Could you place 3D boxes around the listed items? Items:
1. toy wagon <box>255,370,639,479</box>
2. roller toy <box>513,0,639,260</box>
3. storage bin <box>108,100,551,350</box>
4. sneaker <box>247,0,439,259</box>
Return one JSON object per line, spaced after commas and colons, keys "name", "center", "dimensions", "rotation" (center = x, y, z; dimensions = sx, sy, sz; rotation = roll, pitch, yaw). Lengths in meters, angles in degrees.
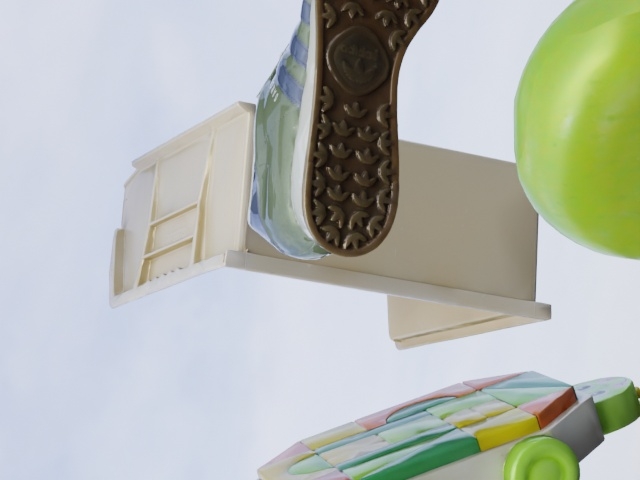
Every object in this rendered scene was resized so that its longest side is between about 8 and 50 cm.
{"name": "toy wagon", "center": [0.117, 0.165, 1.483], "dimensions": [0.267, 0.344, 0.068], "rotation": [-165, 56, -77]}
{"name": "roller toy", "center": [0.173, -0.028, 0.434], "dimensions": [0.191, 0.209, 0.146], "rotation": [38, -163, -37]}
{"name": "storage bin", "center": [0.000, 0.000, 1.439], "dimensions": [0.260, 0.262, 0.123], "rotation": [-21, 63, 63]}
{"name": "sneaker", "center": [0.003, -0.083, 0.851], "dimensions": [0.086, 0.064, 0.192], "rotation": [-11, 66, 62]}
